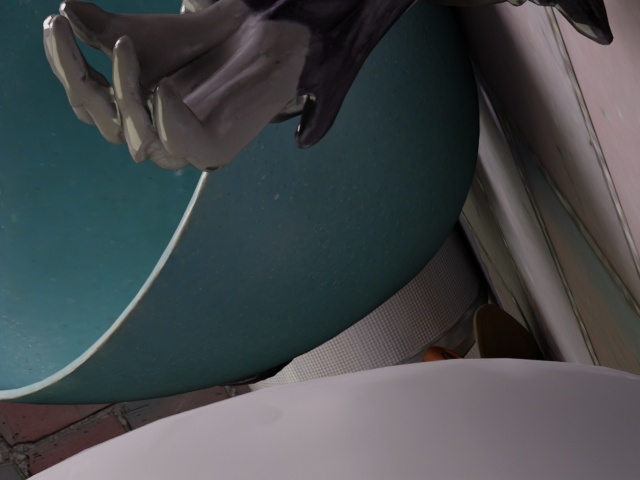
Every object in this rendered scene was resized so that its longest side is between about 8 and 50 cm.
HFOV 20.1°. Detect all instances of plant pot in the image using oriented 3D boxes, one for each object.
[{"bbox_3d":[-0.043,-0.057,0.821,0.195,0.290,0.290,15,-144,-38],"label":"plant pot"}]

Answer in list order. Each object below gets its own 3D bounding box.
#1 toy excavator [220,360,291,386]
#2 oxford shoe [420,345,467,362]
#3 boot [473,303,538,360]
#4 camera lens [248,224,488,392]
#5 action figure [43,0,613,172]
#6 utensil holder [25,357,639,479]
[{"bbox_3d":[-0.114,-0.180,1.148,0.445,0.433,0.222,36,178,6],"label":"toy excavator"},{"bbox_3d":[0.118,0.187,1.275,0.130,0.133,0.364,36,169,30],"label":"oxford shoe"},{"bbox_3d":[0.140,0.091,1.333,0.118,0.042,0.087,63,-178,-11],"label":"boot"},{"bbox_3d":[0.000,0.000,1.517,0.219,0.219,0.274,-114,-2,-72],"label":"camera lens"},{"bbox_3d":[-0.024,-0.109,0.376,0.164,0.141,0.276,52,174,26],"label":"action figure"},{"bbox_3d":[0.051,0.245,0.255,0.385,0.327,0.327,-109,-6,-57],"label":"utensil holder"}]
